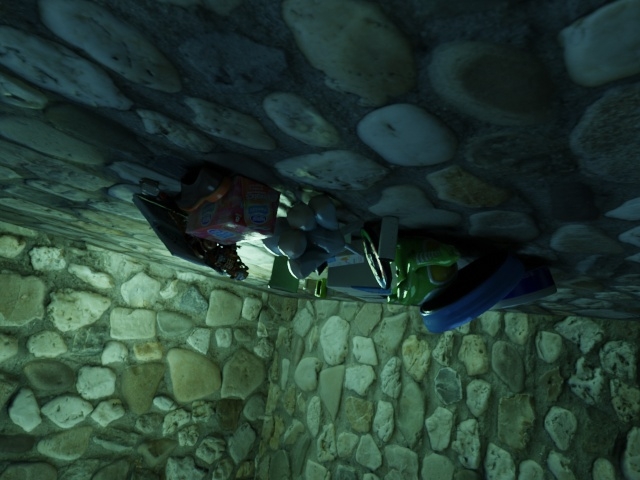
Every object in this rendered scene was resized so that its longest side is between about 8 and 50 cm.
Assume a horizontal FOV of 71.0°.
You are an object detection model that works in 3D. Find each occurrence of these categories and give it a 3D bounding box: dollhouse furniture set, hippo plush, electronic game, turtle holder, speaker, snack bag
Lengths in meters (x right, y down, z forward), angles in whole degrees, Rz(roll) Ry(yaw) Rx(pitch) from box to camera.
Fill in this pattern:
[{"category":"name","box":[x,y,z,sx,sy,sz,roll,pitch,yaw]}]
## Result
[{"category":"dollhouse furniture set","box":[-0.068,0.149,2.079,0.301,0.198,0.151,16,166,-31]},{"category":"hippo plush","box":[-0.053,-0.043,1.375,0.294,0.235,0.236,-21,-151,-35]},{"category":"electronic game","box":[0.185,0.059,1.527,0.048,0.230,0.229,-20,167,-4]},{"category":"turtle holder","box":[0.349,0.080,1.548,0.227,0.244,0.321,-3,134,-8]},{"category":"speaker","box":[0.211,-0.004,1.397,0.055,0.136,0.055,7,167,2]},{"category":"snack bag","box":[-0.491,-0.014,1.621,0.342,0.037,0.323,45,-174,33]}]

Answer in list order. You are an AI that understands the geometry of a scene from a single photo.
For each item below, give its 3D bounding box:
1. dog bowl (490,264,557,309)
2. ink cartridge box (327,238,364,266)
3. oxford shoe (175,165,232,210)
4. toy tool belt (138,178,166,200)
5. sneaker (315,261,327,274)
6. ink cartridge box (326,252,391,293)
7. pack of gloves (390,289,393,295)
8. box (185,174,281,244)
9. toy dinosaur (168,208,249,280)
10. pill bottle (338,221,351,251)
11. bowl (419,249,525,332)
[{"category":"dog bowl","box":[0.728,0.175,1.680,0.264,0.105,0.265,-16,172,-2]},{"category":"ink cartridge box","box":[0.112,0.048,1.727,0.181,0.062,0.104,-8,158,4]},{"category":"oxford shoe","box":[-0.356,-0.155,1.275,0.271,0.097,0.098,-13,135,47]},{"category":"toy tool belt","box":[-0.529,-0.164,1.414,0.083,0.052,0.051,25,-170,-41]},{"category":"sneaker","box":[-0.031,0.049,1.864,0.131,0.112,0.319,37,159,12]},{"category":"ink cartridge box","box":[0.254,0.179,2.067,0.285,0.167,0.394,-1,164,35]},{"category":"pack of gloves","box":[0.353,0.147,1.851,0.046,0.195,0.232,48,164,26]},{"category":"box","box":[-0.271,-0.083,1.361,0.154,0.142,0.299,20,163,-37]},{"category":"toy dinosaur","box":[-0.367,0.001,1.538,0.164,0.219,0.322,-18,121,19]},{"category":"pill bottle","box":[0.000,0.000,1.582,0.121,0.121,0.221,18,164,-34]},{"category":"bowl","box":[0.511,0.168,1.553,0.077,0.391,0.391,53,163,1]}]
